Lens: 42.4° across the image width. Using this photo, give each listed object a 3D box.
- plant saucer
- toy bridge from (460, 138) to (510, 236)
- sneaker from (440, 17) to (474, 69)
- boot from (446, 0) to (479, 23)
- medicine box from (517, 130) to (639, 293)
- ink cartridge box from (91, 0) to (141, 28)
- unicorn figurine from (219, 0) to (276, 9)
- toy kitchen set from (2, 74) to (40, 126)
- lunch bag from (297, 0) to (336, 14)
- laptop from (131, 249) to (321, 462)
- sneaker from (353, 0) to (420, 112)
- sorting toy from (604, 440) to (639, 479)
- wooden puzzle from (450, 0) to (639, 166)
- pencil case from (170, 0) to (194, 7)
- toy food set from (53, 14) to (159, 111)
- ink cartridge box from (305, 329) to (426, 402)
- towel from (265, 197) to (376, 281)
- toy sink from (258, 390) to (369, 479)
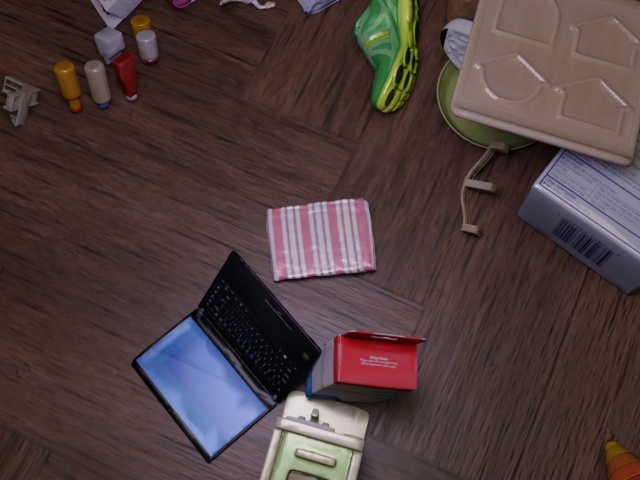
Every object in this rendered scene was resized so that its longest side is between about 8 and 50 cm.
[{"bbox_3d":[0.347,-0.280,1.626,0.240,0.037,0.241,0,70,0],"label":"plant saucer"},{"bbox_3d":[0.300,-0.103,1.553,0.063,0.026,0.188,14,83,42],"label":"toy bridge"},{"bbox_3d":[0.419,-0.392,1.585,0.322,0.130,0.236,30,68,12],"label":"sneaker"},{"bbox_3d":[0.403,-0.453,1.672,0.305,0.112,0.115,9,102,-2],"label":"boot"},{"bbox_3d":[0.557,-0.101,1.505,0.263,0.149,0.289,37,75,12],"label":"medicine box"},{"bbox_3d":[-0.403,-0.524,1.657,0.180,0.060,0.104,-40,73,17],"label":"ink cartridge box"},{"bbox_3d":[-0.142,-0.524,1.705,0.111,0.060,0.162,11,56,10],"label":"unicorn figurine"},{"bbox_3d":[-0.607,-0.272,1.610,0.075,0.083,0.068,26,114,9],"label":"toy kitchen set"},{"bbox_3d":[-0.010,-0.514,1.699,0.083,0.053,0.071,-31,72,-1],"label":"lunch bag"},{"bbox_3d":[-0.168,0.198,1.408,0.234,0.264,0.136,48,41,14],"label":"laptop"},{"bbox_3d":[0.128,-0.386,1.642,0.123,0.109,0.296,-1,71,24],"label":"sneaker"},{"bbox_3d":[0.393,0.422,1.369,0.365,0.127,0.126,-15,42,-2],"label":"sorting toy"},{"bbox_3d":[0.413,-0.309,1.453,0.321,0.080,0.348,17,69,2],"label":"wooden puzzle"},{"bbox_3d":[-0.315,-0.586,1.699,0.095,0.098,0.209,-31,74,-18],"label":"pencil case"},{"bbox_3d":[-0.403,-0.342,1.634,0.111,0.105,0.232,28,55,23],"label":"toy food set"},{"bbox_3d":[0.070,0.209,1.341,0.134,0.231,0.078,8,70,-15],"label":"ink cartridge box"},{"bbox_3d":[0.000,0.000,1.537,0.196,0.029,0.144,-6,71,0],"label":"towel"},{"bbox_3d":[-0.013,0.367,1.353,0.152,0.131,0.234,16,71,5],"label":"toy sink"}]
